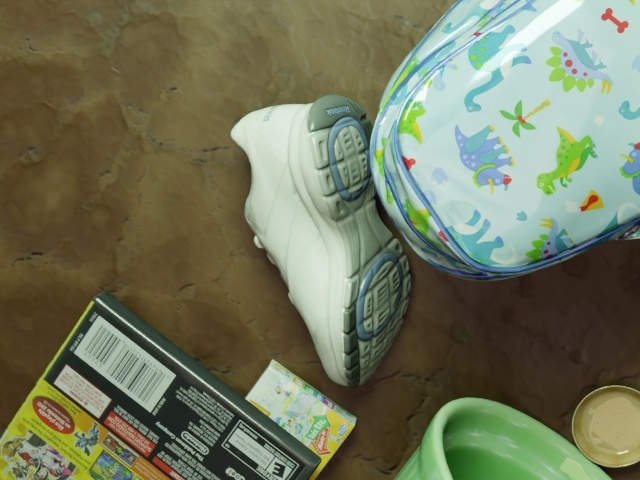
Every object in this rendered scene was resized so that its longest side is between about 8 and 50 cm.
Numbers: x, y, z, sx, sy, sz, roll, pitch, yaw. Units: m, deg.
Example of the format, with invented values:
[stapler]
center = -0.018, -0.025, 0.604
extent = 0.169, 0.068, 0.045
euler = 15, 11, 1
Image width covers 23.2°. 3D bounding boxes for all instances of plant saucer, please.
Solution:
[plant saucer]
center = 0.285, 0.178, 1.508
extent = 0.083, 0.015, 0.083
euler = 1, 103, 7

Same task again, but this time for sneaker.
[sneaker]
center = 0.000, 0.000, 1.465
extent = 0.129, 0.111, 0.297
euler = 7, 117, 36

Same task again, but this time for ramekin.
[ramekin]
center = 0.178, 0.303, 1.412
extent = 0.303, 0.303, 0.148
euler = 38, 112, -3

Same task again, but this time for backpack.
[backpack]
center = 0.209, -0.118, 1.347
extent = 0.355, 0.273, 0.290
euler = -26, 107, 24

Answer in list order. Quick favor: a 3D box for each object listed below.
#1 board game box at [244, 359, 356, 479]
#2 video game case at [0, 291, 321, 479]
[board game box]
center = -0.050, 0.209, 1.548
extent = 0.103, 0.026, 0.154
euler = 35, 105, -2
[video game case]
center = -0.177, 0.230, 1.543
extent = 0.275, 0.035, 0.248
euler = 37, 104, 6
